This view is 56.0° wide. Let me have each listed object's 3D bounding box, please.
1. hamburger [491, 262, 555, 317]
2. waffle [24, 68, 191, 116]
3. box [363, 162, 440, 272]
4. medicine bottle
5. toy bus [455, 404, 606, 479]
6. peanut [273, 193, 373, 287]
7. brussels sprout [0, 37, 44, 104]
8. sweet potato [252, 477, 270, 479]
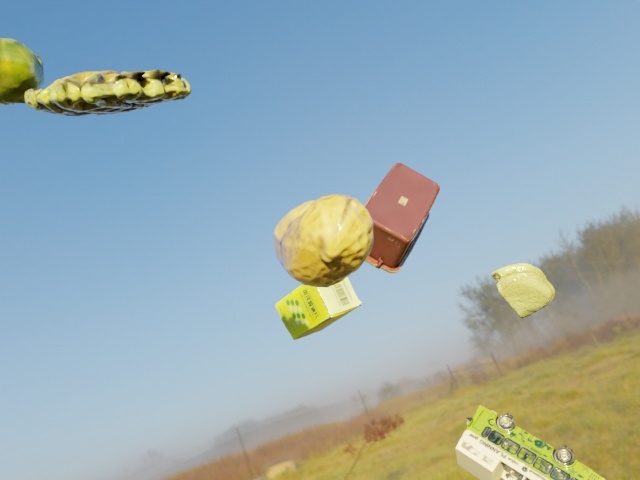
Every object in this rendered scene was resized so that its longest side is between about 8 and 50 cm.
[{"bbox_3d":[0.382,0.089,1.111,0.084,0.054,0.121,-30,-60,21],"label":"hamburger"},{"bbox_3d":[-0.289,-0.202,0.823,0.214,0.054,0.208,-14,13,-33],"label":"waffle"},{"bbox_3d":[0.217,-0.073,1.752,0.294,0.193,0.167,-56,-5,-32],"label":"box"},{"bbox_3d":[-0.009,0.203,1.885,0.141,0.137,0.250,-13,-18,-39],"label":"medicine bottle"},{"bbox_3d":[0.453,0.497,1.322,0.139,0.302,0.113,-44,-42,-25],"label":"toy bus"},{"bbox_3d":[0.000,0.000,0.938,0.147,0.147,0.305,-19,4,-6],"label":"peanut"},{"bbox_3d":[-0.701,-0.372,1.327,0.152,0.149,0.122,1,17,-6],"label":"brussels sprout"},{"bbox_3d":[-0.097,0.475,1.117,0.068,0.068,0.226,-24,-26,8],"label":"sweet potato"}]
